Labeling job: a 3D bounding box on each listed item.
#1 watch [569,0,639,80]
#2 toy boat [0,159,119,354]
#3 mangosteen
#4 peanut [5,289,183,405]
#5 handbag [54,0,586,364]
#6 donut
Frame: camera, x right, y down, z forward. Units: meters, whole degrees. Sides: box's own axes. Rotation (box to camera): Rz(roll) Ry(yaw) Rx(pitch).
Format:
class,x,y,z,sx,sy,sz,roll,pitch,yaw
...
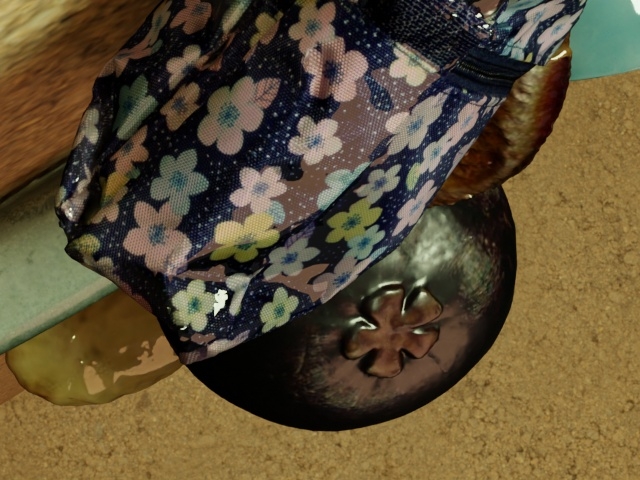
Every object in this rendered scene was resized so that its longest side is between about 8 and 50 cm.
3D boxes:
class,x,y,z,sx,sy,sz,roll,pitch,yaw
watch,0.269,-0.204,1.175,0.193,0.211,0.211,-12,-176,13
toy boat,-0.134,-0.007,0.757,0.260,0.078,0.085,-32,-157,-1
mangosteen,0.000,0.000,1.030,0.275,0.275,0.302,-32,-145,-2
peanut,-0.142,0.051,1.249,0.319,0.147,0.147,-28,176,-34
handbag,0.008,-0.068,0.511,0.208,0.127,0.228,-47,-179,17
donut,0.057,-0.092,0.716,0.186,0.144,0.126,89,17,-64
